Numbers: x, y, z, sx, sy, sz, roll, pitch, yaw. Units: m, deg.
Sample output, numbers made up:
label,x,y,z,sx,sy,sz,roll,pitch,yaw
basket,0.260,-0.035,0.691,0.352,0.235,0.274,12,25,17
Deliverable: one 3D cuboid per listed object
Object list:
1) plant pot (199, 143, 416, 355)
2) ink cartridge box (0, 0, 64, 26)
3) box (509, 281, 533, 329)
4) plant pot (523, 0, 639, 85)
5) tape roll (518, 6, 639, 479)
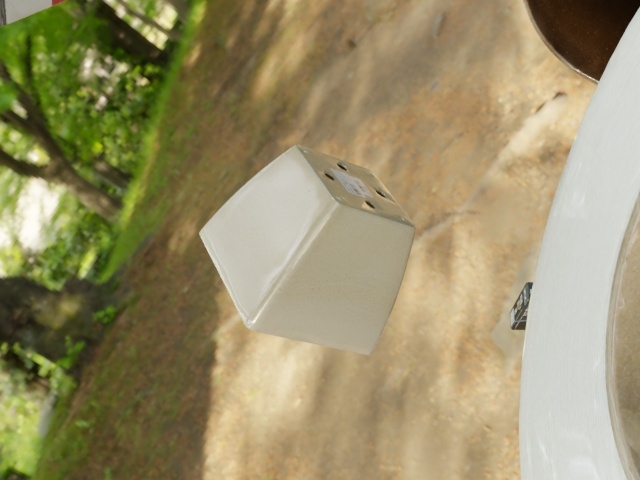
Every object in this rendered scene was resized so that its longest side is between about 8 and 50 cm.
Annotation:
label,x,y,z,sx,sy,sz,roll,pitch,yaw
plant pot,0.000,0.000,0.670,0.096,0.109,0.109,-56,40,21
ink cartridge box,-0.207,-0.148,0.522,0.135,0.099,0.056,-50,-31,-55
box,0.213,0.061,0.899,0.083,0.067,0.018,93,178,-67
plant pot,0.316,-0.274,0.871,0.215,0.215,0.230,-29,15,44
tape roll,0.190,0.022,0.356,0.392,0.072,0.392,-168,90,-78
